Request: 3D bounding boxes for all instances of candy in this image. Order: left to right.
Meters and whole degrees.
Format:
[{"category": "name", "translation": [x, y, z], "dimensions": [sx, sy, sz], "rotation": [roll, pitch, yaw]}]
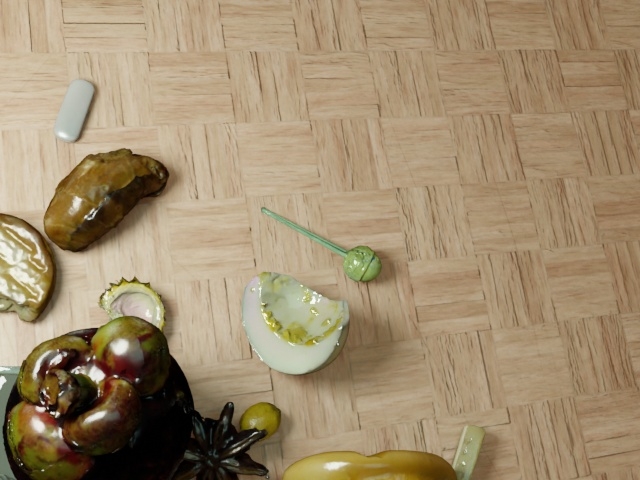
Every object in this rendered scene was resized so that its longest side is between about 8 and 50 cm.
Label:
[{"category": "candy", "translation": [0.000, 0.000, 2.119], "dimensions": [0.335, 0.092, 0.093], "rotation": [30, 80, 2]}]

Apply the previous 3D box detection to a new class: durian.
[{"category": "durian", "translation": [-0.413, 0.189, 1.932], "dimensions": [0.140, 0.078, 0.224], "rotation": [-28, 94, -35]}]

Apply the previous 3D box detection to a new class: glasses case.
[{"category": "glasses case", "translation": [-0.588, -0.310, 2.041], "dimensions": [0.063, 0.041, 0.164], "rotation": [16, 70, -10]}]

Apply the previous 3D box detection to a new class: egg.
[{"category": "egg", "translation": [-0.044, 0.200, 1.995], "dimensions": [0.271, 0.161, 0.207], "rotation": [24, 101, 25]}]

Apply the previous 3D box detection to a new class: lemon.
[{"category": "lemon", "translation": [-0.141, 0.415, 1.941], "dimensions": [0.110, 0.082, 0.082], "rotation": [-31, 85, -23]}]

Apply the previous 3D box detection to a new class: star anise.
[{"category": "star anise", "translation": [-0.239, 0.472, 1.894], "dimensions": [0.271, 0.102, 0.272], "rotation": [0, 99, -2]}]

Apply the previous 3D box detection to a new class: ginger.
[{"category": "ginger", "translation": [-0.490, -0.110, 1.947], "dimensions": [0.321, 0.172, 0.165], "rotation": [-36, 49, -22]}]

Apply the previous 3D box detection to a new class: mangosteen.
[{"category": "mangosteen", "translation": [-0.441, 0.330, 1.691], "dimensions": [0.380, 0.422, 0.381], "rotation": [-2, 39, 2]}]

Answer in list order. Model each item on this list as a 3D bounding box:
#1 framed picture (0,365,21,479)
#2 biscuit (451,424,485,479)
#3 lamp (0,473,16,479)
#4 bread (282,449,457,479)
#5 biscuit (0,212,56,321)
[{"category": "framed picture", "translation": [-0.678, 0.402, 1.814], "dimensions": [0.216, 0.016, 0.274], "rotation": [5, 72, -15]}, {"category": "biscuit", "translation": [0.346, 0.539, 2.069], "dimensions": [0.056, 0.052, 0.188], "rotation": [21, 68, 7]}, {"category": "lamp", "translation": [-0.678, 0.572, 1.642], "dimensions": [0.233, 0.265, 0.233], "rotation": [40, 24, -22]}, {"category": "bread", "translation": [0.128, 0.610, 1.910], "dimensions": [0.423, 0.329, 0.245], "rotation": [1, 32, -16]}, {"category": "biscuit", "translation": [-0.705, 0.048, 1.872], "dimensions": [0.274, 0.091, 0.213], "rotation": [27, 71, -6]}]
